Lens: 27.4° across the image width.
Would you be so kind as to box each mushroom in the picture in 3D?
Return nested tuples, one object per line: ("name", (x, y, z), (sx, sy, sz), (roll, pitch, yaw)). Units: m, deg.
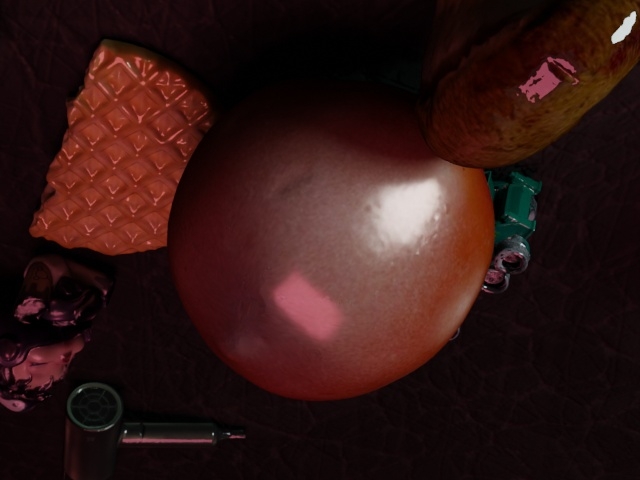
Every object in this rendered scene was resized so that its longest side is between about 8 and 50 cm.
("mushroom", (0.172, -0.187, 1.123), (0.254, 0.267, 0.267), (16, 136, -25))

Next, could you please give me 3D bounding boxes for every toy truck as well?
("toy truck", (0.149, 0.007, 1.458), (0.116, 0.110, 0.216), (29, 133, -10))

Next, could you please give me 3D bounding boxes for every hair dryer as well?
("hair dryer", (-0.229, 0.283, 1.808), (0.248, 0.078, 0.195), (3, 140, -10))

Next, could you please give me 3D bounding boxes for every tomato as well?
("tomato", (0.000, 0.000, 1.281), (0.321, 0.321, 0.321), (1, 138, 1))

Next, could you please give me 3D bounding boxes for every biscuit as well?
("biscuit", (-0.192, -0.075, 1.422), (0.204, 0.040, 0.309), (16, 136, -16))

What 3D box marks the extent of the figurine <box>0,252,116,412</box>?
("figurine", (-0.354, 0.109, 1.576), (0.145, 0.145, 0.222), (23, 124, -21))
